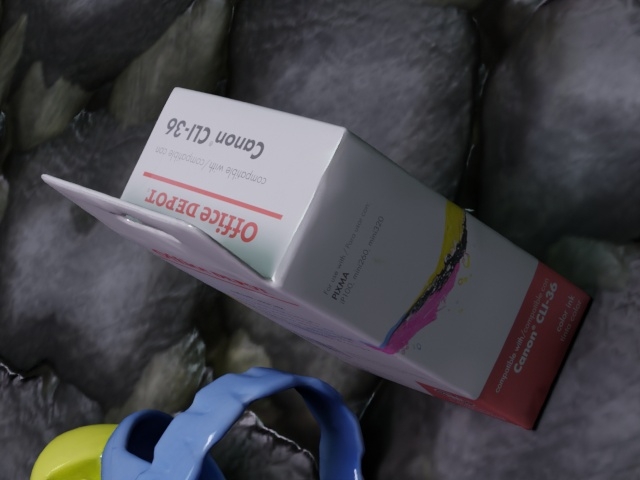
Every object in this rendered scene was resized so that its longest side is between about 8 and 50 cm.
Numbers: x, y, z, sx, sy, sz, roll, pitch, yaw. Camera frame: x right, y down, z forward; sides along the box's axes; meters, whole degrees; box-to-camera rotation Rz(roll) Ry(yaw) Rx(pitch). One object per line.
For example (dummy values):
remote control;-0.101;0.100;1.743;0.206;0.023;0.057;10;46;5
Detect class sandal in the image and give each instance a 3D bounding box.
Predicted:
sandal;-0.025;0.164;0.733;0.138;0.126;0.317;-39;45;16

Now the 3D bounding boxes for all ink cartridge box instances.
ink cartridge box;0.000;0.000;0.744;0.115;0.198;0.067;17;79;49
